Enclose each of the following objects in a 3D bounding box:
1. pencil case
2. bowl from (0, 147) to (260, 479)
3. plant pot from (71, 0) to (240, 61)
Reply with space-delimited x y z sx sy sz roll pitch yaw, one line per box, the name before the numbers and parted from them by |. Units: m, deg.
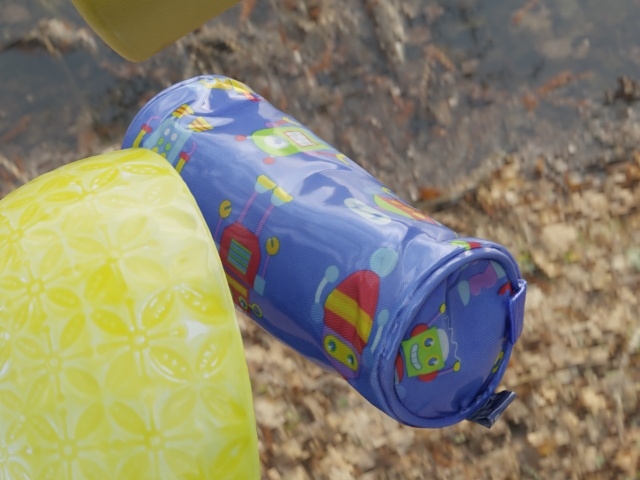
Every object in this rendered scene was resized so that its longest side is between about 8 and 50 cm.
pencil case | 0.000 0.000 1.059 0.133 0.119 0.306 -17 35 -34
bowl | -0.153 0.101 0.896 0.156 0.289 0.289 -7 48 -22
plant pot | -0.138 -0.266 1.327 0.212 0.187 0.212 -33 64 -10
